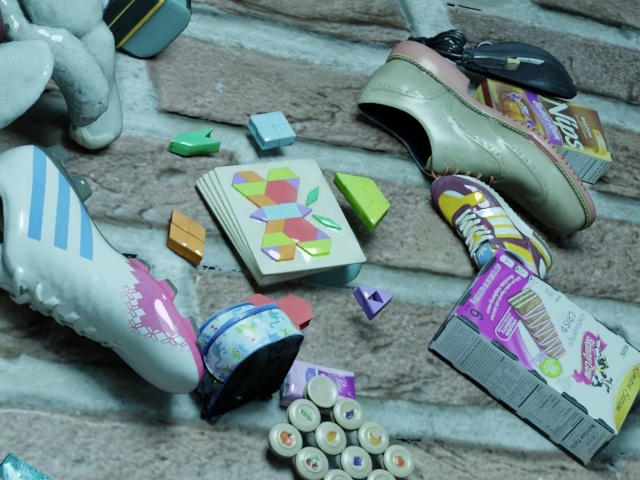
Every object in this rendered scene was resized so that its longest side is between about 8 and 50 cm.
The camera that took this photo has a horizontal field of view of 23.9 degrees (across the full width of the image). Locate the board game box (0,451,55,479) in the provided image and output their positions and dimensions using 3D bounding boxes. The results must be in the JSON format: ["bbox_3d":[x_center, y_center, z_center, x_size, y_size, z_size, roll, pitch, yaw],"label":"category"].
[{"bbox_3d":[-0.234,0.285,1.359,0.186,0.026,0.126,32,41,-1],"label":"board game box"}]

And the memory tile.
[{"bbox_3d":[0.023,0.219,1.571,0.148,0.012,0.113,42,51,-1],"label":"memory tile"}]

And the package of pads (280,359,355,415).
[{"bbox_3d":[-0.004,0.160,1.623,0.083,0.032,0.050,15,48,-20],"label":"package of pads"}]

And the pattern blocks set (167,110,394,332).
[{"bbox_3d":[-0.044,-0.025,1.750,0.285,0.026,0.325,-22,59,-36],"label":"pattern blocks set"}]

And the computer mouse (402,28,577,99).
[{"bbox_3d":[0.257,-0.253,2.081,0.262,0.060,0.184,15,3,-15],"label":"computer mouse"}]

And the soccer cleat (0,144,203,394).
[{"bbox_3d":[-0.254,0.046,1.532,0.143,0.116,0.331,-29,66,-29],"label":"soccer cleat"}]

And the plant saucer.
[{"bbox_3d":[0.000,0.000,1.787,0.119,0.021,0.119,17,44,-17],"label":"plant saucer"}]

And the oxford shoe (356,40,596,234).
[{"bbox_3d":[0.198,-0.106,1.970,0.348,0.123,0.130,38,64,8],"label":"oxford shoe"}]

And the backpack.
[{"bbox_3d":[-0.080,0.113,1.556,0.105,0.114,0.084,-18,62,-41],"label":"backpack"}]

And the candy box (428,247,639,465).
[{"bbox_3d":[0.263,0.134,1.788,0.233,0.071,0.159,37,40,3],"label":"candy box"}]

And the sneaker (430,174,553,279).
[{"bbox_3d":[0.207,-0.010,1.892,0.185,0.069,0.084,38,36,7],"label":"sneaker"}]

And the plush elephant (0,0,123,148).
[{"bbox_3d":[-0.363,-0.223,1.609,0.255,0.330,0.272,-30,76,-26],"label":"plush elephant"}]

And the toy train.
[{"bbox_3d":[-0.261,-0.379,1.904,0.190,0.142,0.334,30,33,-34],"label":"toy train"}]

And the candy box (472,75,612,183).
[{"bbox_3d":[0.308,-0.155,2.110,0.186,0.053,0.109,15,43,-22],"label":"candy box"}]
